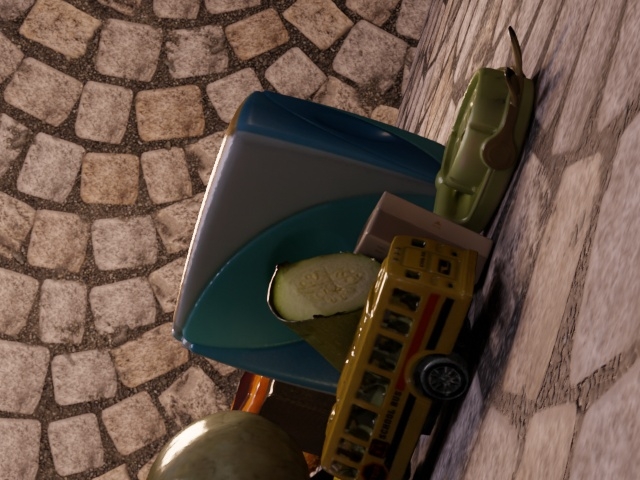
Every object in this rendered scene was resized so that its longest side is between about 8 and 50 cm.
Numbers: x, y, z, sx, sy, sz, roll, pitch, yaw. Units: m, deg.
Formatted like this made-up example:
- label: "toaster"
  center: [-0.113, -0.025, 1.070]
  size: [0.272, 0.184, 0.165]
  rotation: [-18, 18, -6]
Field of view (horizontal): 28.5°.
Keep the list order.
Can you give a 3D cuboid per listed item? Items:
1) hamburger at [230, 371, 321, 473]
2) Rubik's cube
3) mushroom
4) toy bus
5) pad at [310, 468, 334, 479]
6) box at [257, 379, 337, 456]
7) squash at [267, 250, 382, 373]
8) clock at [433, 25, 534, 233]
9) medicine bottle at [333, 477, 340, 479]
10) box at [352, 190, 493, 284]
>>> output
- label: "hamburger"
  center: [-0.066, 0.358, 2.672]
  size: [0.291, 0.225, 0.291]
  rotation: [-158, 90, -83]
- label: "Rubik's cube"
  center: [0.000, 0.000, 1.830]
  size: [0.352, 0.351, 0.347]
  rotation: [-86, 13, -74]
- label: "mushroom"
  center: [-0.092, 0.368, 1.478]
  size: [0.352, 0.260, 0.352]
  rotation: [-178, 90, -85]
- label: "toy bus"
  center: [0.079, 0.164, 1.353]
  size: [0.121, 0.123, 0.336]
  rotation: [-74, 2, -62]
- label: "pad"
  center: [0.003, 0.418, 1.996]
  size: [0.170, 0.006, 0.245]
  rotation: [-29, -33, -43]
- label: "box"
  center: [-0.015, 0.286, 2.308]
  size: [0.273, 0.184, 0.143]
  rotation: [109, 176, -64]
- label: "squash"
  center: [0.074, 0.120, 1.483]
  size: [0.137, 0.287, 0.137]
  rotation: [-26, 39, 23]
- label: "clock"
  center: [0.195, -0.131, 1.460]
  size: [0.232, 0.069, 0.170]
  rotation: [109, 178, -45]
- label: "medicine bottle"
  center: [0.021, 0.429, 1.674]
  size: [0.095, 0.064, 0.261]
  rotation: [74, -150, -74]
- label: "box"
  center: [0.112, 0.017, 1.477]
  size: [0.201, 0.141, 0.058]
  rotation: [107, -173, -76]
